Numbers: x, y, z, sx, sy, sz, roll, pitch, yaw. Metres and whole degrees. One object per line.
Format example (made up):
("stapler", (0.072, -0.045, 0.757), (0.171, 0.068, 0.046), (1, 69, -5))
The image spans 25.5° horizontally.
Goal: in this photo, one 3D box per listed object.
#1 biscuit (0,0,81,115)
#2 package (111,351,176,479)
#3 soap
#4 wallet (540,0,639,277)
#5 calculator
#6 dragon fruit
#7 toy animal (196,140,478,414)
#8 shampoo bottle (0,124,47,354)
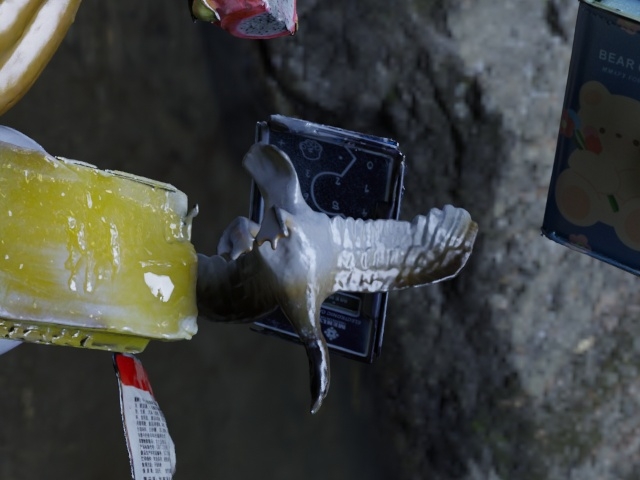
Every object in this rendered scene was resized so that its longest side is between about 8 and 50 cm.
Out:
("biscuit", (-0.194, -0.162, 0.687), (0.262, 0.037, 0.262), (-35, 135, -45))
("package", (-0.139, 0.218, 1.205), (0.154, 0.030, 0.239), (84, -3, -77))
("soap", (-0.199, 0.010, 1.091), (0.233, 0.076, 0.135), (12, 67, -48))
("wallet", (0.238, -0.072, 1.027), (0.059, 0.141, 0.202), (-30, 134, -43))
("calculator", (0.000, 0.000, 1.494), (0.028, 0.166, 0.274), (-56, 156, -55))
("dragon fruit", (-0.051, -0.147, 0.828), (0.083, 0.060, 0.056), (35, 54, -68))
("toy animal", (-0.029, 0.033, 1.116), (0.160, 0.273, 0.197), (57, 29, -46))
("shampoo bottle", (-0.435, 0.012, 1.679), (0.266, 0.273, 0.273), (-42, 131, -39))
